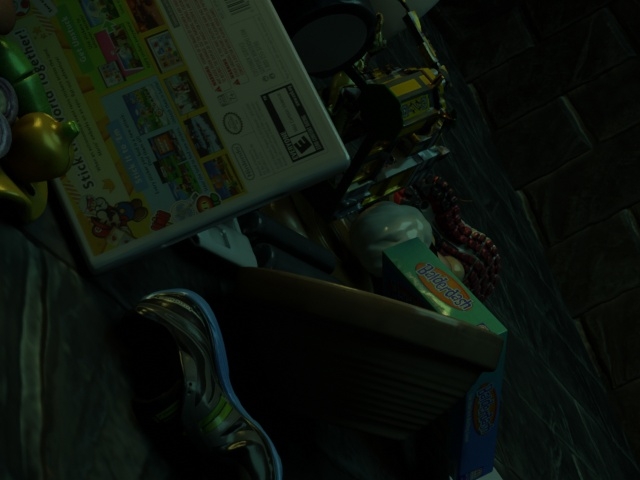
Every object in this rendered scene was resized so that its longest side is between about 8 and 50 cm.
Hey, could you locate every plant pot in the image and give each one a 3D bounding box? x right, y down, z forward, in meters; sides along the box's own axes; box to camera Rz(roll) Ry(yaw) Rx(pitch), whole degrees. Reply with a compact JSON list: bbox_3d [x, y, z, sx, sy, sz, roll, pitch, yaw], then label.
[{"bbox_3d":[0.029,0.105,1.017,0.237,0.237,0.109,26,77,-64],"label":"plant pot"},{"bbox_3d":[0.000,0.000,1.356,0.236,0.032,0.236,53,17,-23],"label":"plant pot"}]

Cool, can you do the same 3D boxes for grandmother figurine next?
[{"bbox_3d":[0.108,0.020,1.475,0.208,0.104,0.342,39,3,17],"label":"grandmother figurine"}]

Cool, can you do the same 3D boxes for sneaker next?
[{"bbox_3d":[0.176,-0.004,1.784,0.112,0.121,0.299,31,-23,51],"label":"sneaker"},{"bbox_3d":[-0.088,0.124,0.818,0.078,0.067,0.188,-10,71,-51],"label":"sneaker"}]

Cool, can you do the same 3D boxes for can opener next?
[{"bbox_3d":[-0.040,-0.003,1.110,0.283,0.095,0.076,29,35,-57],"label":"can opener"}]

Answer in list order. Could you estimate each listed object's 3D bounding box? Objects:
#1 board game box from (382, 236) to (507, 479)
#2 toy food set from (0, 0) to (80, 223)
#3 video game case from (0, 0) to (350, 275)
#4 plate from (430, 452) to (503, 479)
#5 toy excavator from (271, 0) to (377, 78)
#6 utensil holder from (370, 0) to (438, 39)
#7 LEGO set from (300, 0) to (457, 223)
[{"bbox_3d":[0.121,0.125,1.214,0.160,0.047,0.210,50,-27,42],"label":"board game box"},{"bbox_3d":[-0.226,-0.118,0.774,0.218,0.071,0.128,57,16,-11],"label":"toy food set"},{"bbox_3d":[-0.118,-0.113,0.884,0.227,0.206,0.026,64,-12,12],"label":"video game case"},{"bbox_3d":[0.192,0.350,1.306,0.278,0.045,0.277,55,17,-19],"label":"plate"},{"bbox_3d":[-0.170,-0.314,0.958,0.445,0.433,0.222,90,-18,-59],"label":"toy excavator"},{"bbox_3d":[-0.008,-0.507,1.727,0.385,0.328,0.327,53,17,-36],"label":"utensil holder"},{"bbox_3d":[0.037,-0.193,1.304,0.192,0.255,0.331,-25,59,-37],"label":"LEGO set"}]
